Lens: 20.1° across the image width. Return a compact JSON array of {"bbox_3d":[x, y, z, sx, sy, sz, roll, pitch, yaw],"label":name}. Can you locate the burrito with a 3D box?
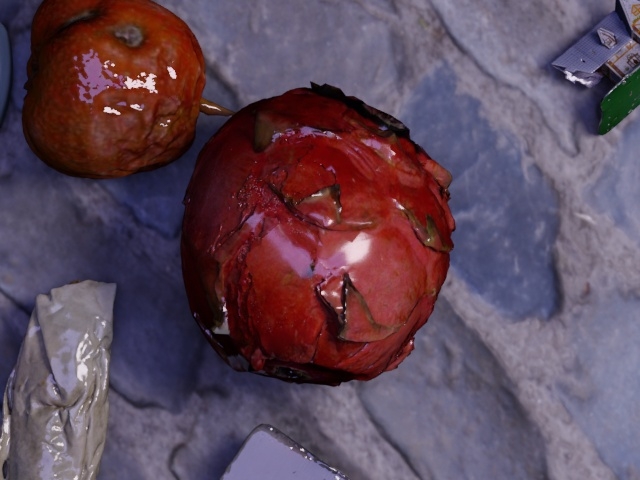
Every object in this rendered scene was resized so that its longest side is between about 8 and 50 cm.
[{"bbox_3d":[-0.291,0.232,1.915,0.117,0.076,0.392,8,85,-1],"label":"burrito"}]

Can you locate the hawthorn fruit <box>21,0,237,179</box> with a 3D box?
[{"bbox_3d":[-0.191,-0.159,1.900,0.243,0.207,0.207,10,85,-11],"label":"hawthorn fruit"}]

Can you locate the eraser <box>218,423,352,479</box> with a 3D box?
[{"bbox_3d":[0.050,0.332,1.922,0.352,0.077,0.111,34,87,1],"label":"eraser"}]

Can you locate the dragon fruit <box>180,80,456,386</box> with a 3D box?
[{"bbox_3d":[0.000,0.000,1.847,0.295,0.295,0.301,7,72,-2],"label":"dragon fruit"}]

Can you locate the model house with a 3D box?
[{"bbox_3d":[0.336,-0.209,1.974,0.167,0.117,0.088,-41,71,-4],"label":"model house"}]

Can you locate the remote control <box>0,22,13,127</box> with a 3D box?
[{"bbox_3d":[-0.484,-0.183,1.955,0.296,0.056,0.140,5,87,-1],"label":"remote control"}]
